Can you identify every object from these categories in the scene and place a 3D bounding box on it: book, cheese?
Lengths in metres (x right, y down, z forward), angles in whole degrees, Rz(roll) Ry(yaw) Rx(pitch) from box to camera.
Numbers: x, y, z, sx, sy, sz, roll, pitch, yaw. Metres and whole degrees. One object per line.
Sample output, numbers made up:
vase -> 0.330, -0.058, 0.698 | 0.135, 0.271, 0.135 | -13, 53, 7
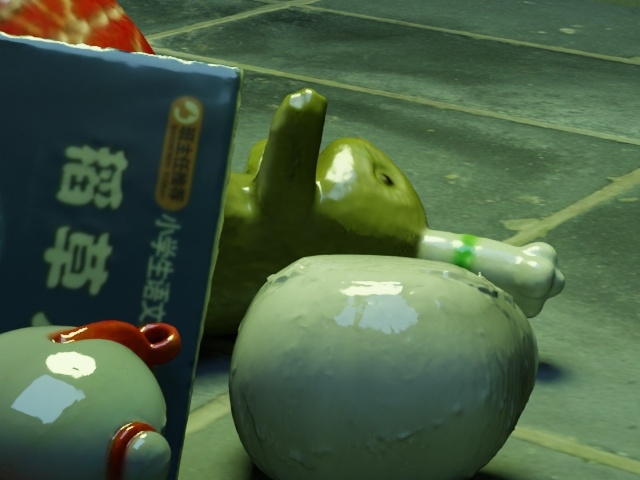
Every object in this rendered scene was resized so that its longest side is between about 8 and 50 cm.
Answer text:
book -> -0.278, 0.001, 1.067 | 0.428, 0.300, 0.039 | 8, -17, -2
cheese -> 0.032, 0.087, 1.078 | 0.198, 0.154, 0.189 | 2, 0, 11

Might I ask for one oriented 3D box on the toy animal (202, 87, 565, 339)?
toy animal -> -0.008, -0.018, 1.337 | 0.363, 0.180, 0.181 | -3, -2, -9

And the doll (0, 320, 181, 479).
doll -> -0.194, 0.135, 0.928 | 0.200, 0.105, 0.336 | 15, 39, 36

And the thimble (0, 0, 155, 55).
thimble -> -0.307, -0.108, 1.288 | 0.350, 0.230, 0.350 | -38, 6, 5
